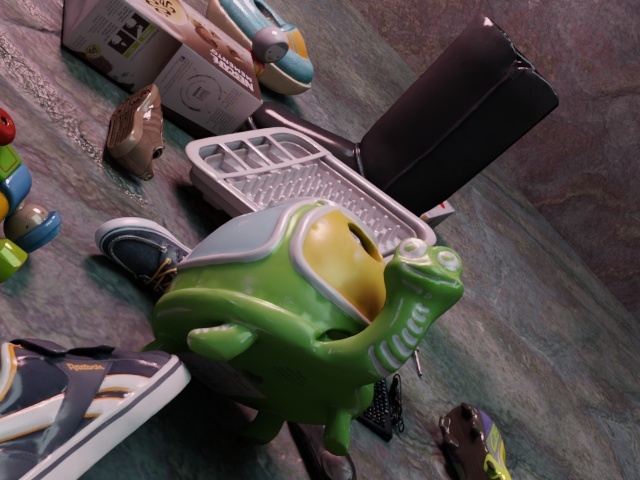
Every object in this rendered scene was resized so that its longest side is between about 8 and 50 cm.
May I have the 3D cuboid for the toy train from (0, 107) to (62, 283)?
[{"bbox_3d":[-0.329,-0.013,0.845,0.143,0.105,0.248,56,18,-21],"label":"toy train"}]

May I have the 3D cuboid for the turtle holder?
[{"bbox_3d":[-0.029,0.064,0.953,0.243,0.320,0.227,30,61,-6],"label":"turtle holder"}]

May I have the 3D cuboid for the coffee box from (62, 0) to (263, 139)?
[{"bbox_3d":[-0.243,-0.296,1.438,0.297,0.119,0.168,34,25,-34],"label":"coffee box"}]

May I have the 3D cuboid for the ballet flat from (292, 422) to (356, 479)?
[{"bbox_3d":[-0.004,0.237,1.129,0.058,0.049,0.173,-11,49,-16],"label":"ballet flat"}]

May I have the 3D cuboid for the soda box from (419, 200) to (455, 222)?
[{"bbox_3d":[0.220,-0.061,2.000,0.069,0.074,0.216,53,21,10],"label":"soda box"}]

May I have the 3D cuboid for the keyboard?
[{"bbox_3d":[0.088,0.207,1.349,0.100,0.038,0.192,40,24,-24],"label":"keyboard"}]

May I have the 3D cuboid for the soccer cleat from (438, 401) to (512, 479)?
[{"bbox_3d":[0.248,0.360,1.331,0.121,0.093,0.289,44,21,-31],"label":"soccer cleat"}]

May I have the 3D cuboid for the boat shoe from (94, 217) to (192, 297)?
[{"bbox_3d":[-0.178,0.039,1.074,0.183,0.065,0.083,30,24,-44],"label":"boat shoe"}]

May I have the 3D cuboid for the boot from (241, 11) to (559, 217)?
[{"bbox_3d":[0.132,-0.225,1.593,0.367,0.445,0.146,46,22,-9],"label":"boot"}]

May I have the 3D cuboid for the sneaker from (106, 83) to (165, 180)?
[{"bbox_3d":[-0.249,-0.148,1.280,0.071,0.066,0.188,57,21,-29],"label":"sneaker"}]

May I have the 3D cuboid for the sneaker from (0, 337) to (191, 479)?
[{"bbox_3d":[-0.221,0.134,0.753,0.127,0.126,0.321,53,22,1],"label":"sneaker"}]

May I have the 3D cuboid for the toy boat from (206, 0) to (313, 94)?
[{"bbox_3d":[-0.109,-0.385,1.805,0.267,0.148,0.318,43,22,-16],"label":"toy boat"}]

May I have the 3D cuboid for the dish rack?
[{"bbox_3d":[-0.020,-0.044,1.360,0.333,0.072,0.286,37,30,22],"label":"dish rack"}]

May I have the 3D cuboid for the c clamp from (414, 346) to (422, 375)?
[{"bbox_3d":[0.110,0.135,1.531,0.161,0.022,0.137,38,24,-27],"label":"c clamp"}]
